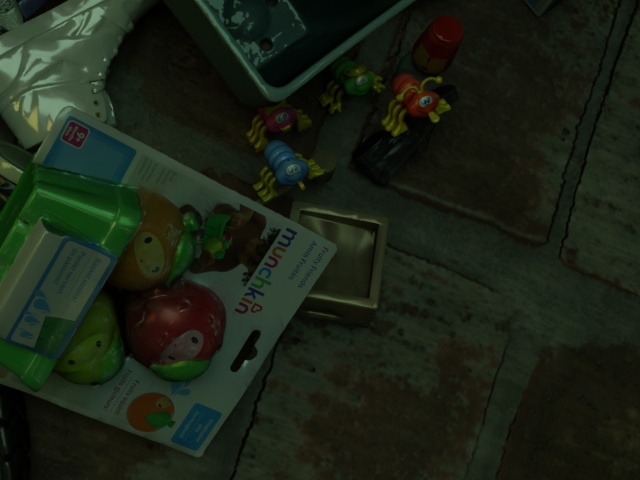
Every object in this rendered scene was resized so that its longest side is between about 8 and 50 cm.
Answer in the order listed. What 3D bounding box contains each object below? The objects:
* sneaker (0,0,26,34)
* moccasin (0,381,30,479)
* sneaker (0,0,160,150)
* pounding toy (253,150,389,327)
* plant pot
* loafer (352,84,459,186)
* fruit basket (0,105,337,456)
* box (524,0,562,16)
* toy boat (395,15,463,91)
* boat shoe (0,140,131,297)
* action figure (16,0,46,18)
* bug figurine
[{"bbox_3d":[-0.432,-0.330,1.303,0.052,0.058,0.135,-31,93,-15],"label":"sneaker"},{"bbox_3d":[-0.447,0.152,1.158,0.147,0.139,0.380,-22,85,-7],"label":"moccasin"},{"bbox_3d":[-0.294,-0.230,1.297,0.292,0.108,0.169,-35,99,-18],"label":"sneaker"},{"bbox_3d":[-0.008,-0.007,1.295,0.181,0.094,0.206,10,67,-2],"label":"pounding toy"},{"bbox_3d":[-0.071,-0.315,1.256,0.248,0.252,0.247,-39,98,-16],"label":"plant pot"},{"bbox_3d":[0.125,-0.145,1.351,0.170,0.062,0.061,-38,109,8],"label":"loafer"},{"bbox_3d":[-0.203,0.070,1.103,0.353,0.165,0.327,29,103,-20],"label":"fruit basket"},{"bbox_3d":[0.306,-0.447,1.431,0.103,0.114,0.203,-37,85,-16],"label":"box"},{"bbox_3d":[0.112,-0.361,1.377,0.267,0.148,0.318,-11,72,-17],"label":"toy boat"},{"bbox_3d":[-0.287,0.018,1.228,0.340,0.127,0.113,35,100,-16],"label":"boat shoe"},{"bbox_3d":[-0.317,-0.464,1.271,0.330,0.178,0.341,33,72,12],"label":"action figure"},{"bbox_3d":[0.016,-0.163,1.282,0.279,0.072,0.216,-29,40,-12],"label":"bug figurine"}]
